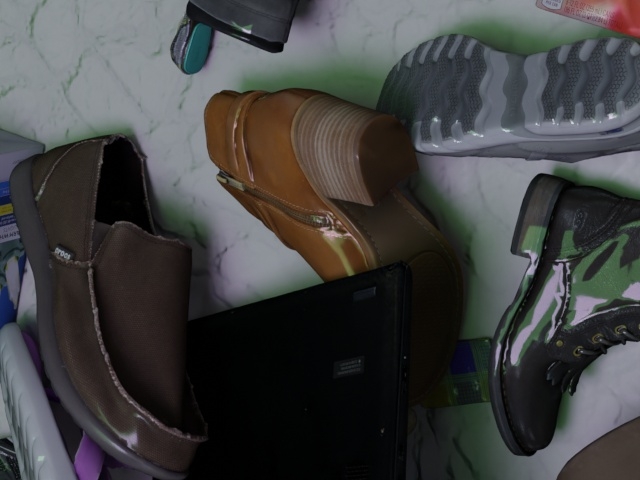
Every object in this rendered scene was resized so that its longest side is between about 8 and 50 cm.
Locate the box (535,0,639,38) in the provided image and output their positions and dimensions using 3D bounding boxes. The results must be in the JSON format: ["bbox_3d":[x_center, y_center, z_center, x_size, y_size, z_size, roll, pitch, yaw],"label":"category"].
[{"bbox_3d":[0.308,-0.200,1.166,0.257,0.122,0.128,22,108,22],"label":"box"}]

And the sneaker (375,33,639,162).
[{"bbox_3d":[0.164,-0.097,1.274,0.281,0.115,0.105,8,72,44],"label":"sneaker"}]

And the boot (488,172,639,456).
[{"bbox_3d":[0.262,0.070,1.260,0.229,0.091,0.263,12,103,26],"label":"boot"}]

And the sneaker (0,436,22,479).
[{"bbox_3d":[-0.307,0.284,1.602,0.072,0.077,0.178,-36,82,27],"label":"sneaker"}]

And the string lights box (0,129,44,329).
[{"bbox_3d":[-0.360,0.025,1.548,0.076,0.133,0.260,19,108,23],"label":"string lights box"}]

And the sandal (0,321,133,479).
[{"bbox_3d":[-0.217,0.246,1.483,0.169,0.102,0.416,99,152,-45],"label":"sandal"}]

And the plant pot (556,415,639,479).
[{"bbox_3d":[0.300,0.251,1.210,0.263,0.263,0.229,-38,63,28],"label":"plant pot"}]

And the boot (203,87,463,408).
[{"bbox_3d":[0.000,0.000,1.361,0.220,0.109,0.283,15,133,48],"label":"boot"}]

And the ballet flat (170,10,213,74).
[{"bbox_3d":[-0.110,-0.209,1.431,0.041,0.041,0.114,31,111,19],"label":"ballet flat"}]

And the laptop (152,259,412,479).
[{"bbox_3d":[0.038,0.265,1.359,0.382,0.236,0.408,-18,65,53],"label":"laptop"}]

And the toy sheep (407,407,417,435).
[{"bbox_3d":[0.026,0.148,1.402,0.132,0.091,0.091,13,105,30],"label":"toy sheep"}]

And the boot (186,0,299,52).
[{"bbox_3d":[0.007,-0.249,1.310,0.338,0.118,0.223,35,105,30],"label":"boot"}]

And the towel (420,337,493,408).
[{"bbox_3d":[0.120,0.118,1.388,0.083,0.009,0.060,-8,95,28],"label":"towel"}]

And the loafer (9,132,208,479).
[{"bbox_3d":[-0.179,0.042,1.409,0.130,0.134,0.366,-36,60,19],"label":"loafer"}]
